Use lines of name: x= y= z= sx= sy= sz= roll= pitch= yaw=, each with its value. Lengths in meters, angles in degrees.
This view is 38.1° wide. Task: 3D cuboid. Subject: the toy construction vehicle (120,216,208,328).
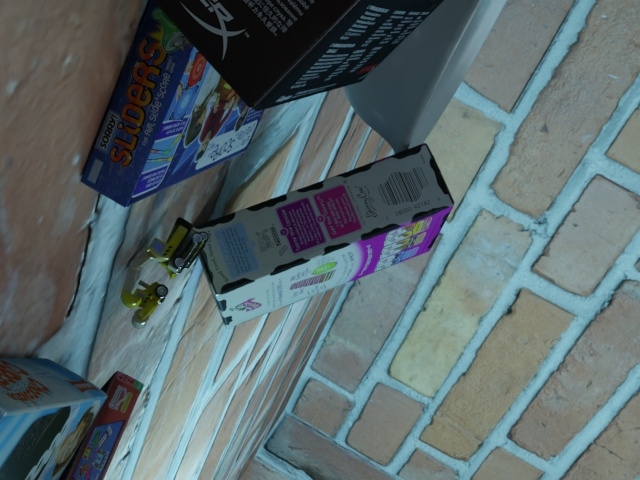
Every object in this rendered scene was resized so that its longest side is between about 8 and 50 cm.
toy construction vehicle: x=-0.128 y=0.020 z=0.746 sx=0.098 sy=0.035 sz=0.086 roll=-56 pitch=-177 yaw=-20

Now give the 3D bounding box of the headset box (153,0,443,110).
headset box: x=0.065 y=-0.205 z=0.429 sx=0.293 sy=0.110 sz=0.218 roll=-42 pitch=180 yaw=20

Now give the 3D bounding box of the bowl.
bowl: x=0.099 y=-0.235 z=0.911 sx=0.298 sy=0.134 sz=0.298 roll=-60 pitch=174 yaw=-10

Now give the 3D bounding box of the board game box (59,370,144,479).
board game box: x=-0.206 y=0.235 z=0.636 sx=0.145 sy=0.027 sz=0.281 roll=-44 pitch=-160 yaw=42

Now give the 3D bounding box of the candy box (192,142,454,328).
candy box: x=0.000 y=0.000 z=0.902 sx=0.233 sy=0.071 sz=0.159 roll=-21 pitch=165 yaw=-9

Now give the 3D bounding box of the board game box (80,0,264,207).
board game box: x=-0.070 y=-0.107 z=0.605 sx=0.136 sy=0.035 sz=0.201 roll=-63 pitch=173 yaw=20

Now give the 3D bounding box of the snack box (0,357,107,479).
snack box: x=-0.248 y=0.218 z=0.525 sx=0.322 sy=0.060 sz=0.187 roll=-60 pitch=175 yaw=-4
